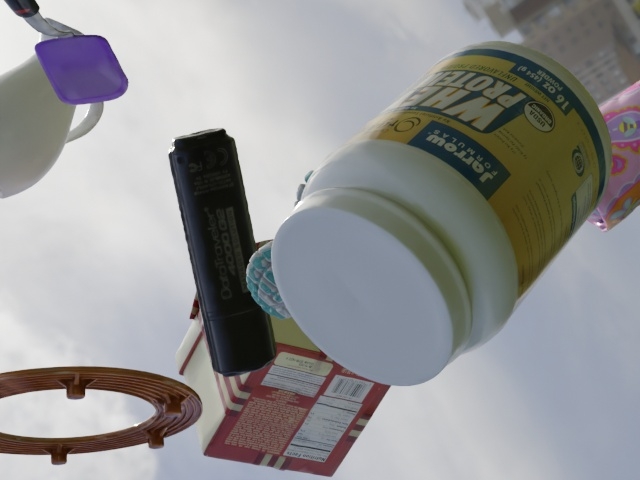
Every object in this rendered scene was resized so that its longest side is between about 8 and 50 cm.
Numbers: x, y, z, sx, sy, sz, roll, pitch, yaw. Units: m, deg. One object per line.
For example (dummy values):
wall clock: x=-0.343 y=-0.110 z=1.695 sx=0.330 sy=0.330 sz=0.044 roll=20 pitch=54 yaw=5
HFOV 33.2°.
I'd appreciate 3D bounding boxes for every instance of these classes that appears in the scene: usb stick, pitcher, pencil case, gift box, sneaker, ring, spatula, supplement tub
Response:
usb stick: x=-0.106 y=0.017 z=1.178 sx=0.045 sy=0.077 sz=0.278 roll=-145 pitch=43 yaw=-69
pitcher: x=-0.351 y=-0.143 z=1.325 sx=0.125 sy=0.207 sz=0.178 roll=23 pitch=157 yaw=24
pencil case: x=0.362 y=-0.133 z=1.085 sx=0.124 sy=0.284 sz=0.124 roll=52 pitch=-176 yaw=-5
gift box: x=-0.041 y=0.157 z=1.582 sx=0.255 sy=0.276 sz=0.258 roll=21 pitch=-155 yaw=-30
sneaker: x=0.000 y=0.000 z=0.875 sx=0.065 sy=0.166 sz=0.076 roll=47 pitch=-141 yaw=11
ring: x=-0.312 y=0.224 z=1.316 sx=0.336 sy=0.336 sz=0.032 roll=29 pitch=-133 yaw=-51
spatula: x=-0.265 y=-0.211 z=1.014 sx=0.296 sy=0.084 sz=0.030 roll=60 pitch=-153 yaw=-67
supplement tub: x=0.077 y=-0.019 z=0.658 sx=0.144 sy=0.144 sz=0.199 roll=54 pitch=-130 yaw=-10
